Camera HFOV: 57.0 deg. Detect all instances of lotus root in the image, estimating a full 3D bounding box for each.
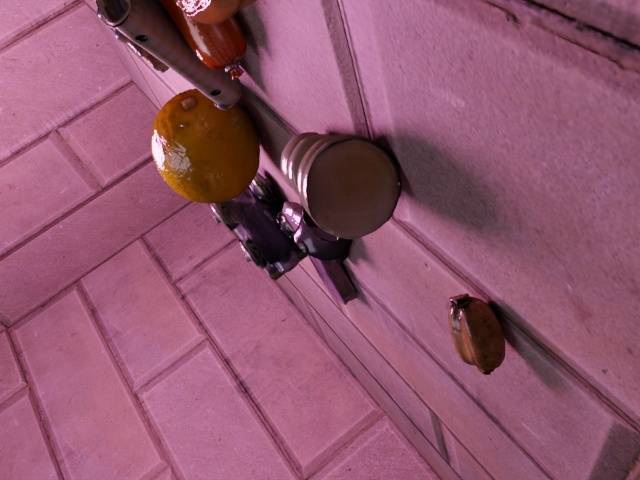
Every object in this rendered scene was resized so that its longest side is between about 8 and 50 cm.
[{"bbox_3d":[0.214,0.129,0.797,0.072,0.063,0.152,4,128,40],"label":"lotus root"}]

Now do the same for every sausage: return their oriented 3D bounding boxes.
[{"bbox_3d":[-0.208,-0.390,0.901,0.312,0.093,0.093,57,169,-19],"label":"sausage"}]

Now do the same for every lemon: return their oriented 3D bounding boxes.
[{"bbox_3d":[-0.244,-0.199,1.272,0.236,0.236,0.263,41,173,49],"label":"lemon"}]

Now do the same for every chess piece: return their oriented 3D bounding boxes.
[{"bbox_3d":[0.009,-0.098,0.847,0.133,0.133,0.243,59,175,-24],"label":"chess piece"}]

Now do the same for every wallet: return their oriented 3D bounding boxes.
[{"bbox_3d":[-0.267,-0.361,0.988,0.223,0.077,0.309,61,-167,21],"label":"wallet"}]

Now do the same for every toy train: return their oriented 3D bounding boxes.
[{"bbox_3d":[-0.156,-0.043,1.570,0.307,0.173,0.249,52,178,8],"label":"toy train"}]

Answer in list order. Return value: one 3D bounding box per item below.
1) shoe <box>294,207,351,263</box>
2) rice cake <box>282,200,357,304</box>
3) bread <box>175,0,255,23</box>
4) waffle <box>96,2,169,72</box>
[{"bbox_3d":[0.000,0.000,1.221,0.108,0.093,0.241,51,170,20],"label":"shoe"},{"bbox_3d":[0.003,0.035,1.418,0.106,0.050,0.298,40,162,55],"label":"rice cake"},{"bbox_3d":[-0.135,-0.340,0.710,0.140,0.106,0.236,61,166,-24],"label":"bread"},{"bbox_3d":[-0.423,-0.510,1.259,0.292,0.056,0.309,65,-171,25],"label":"waffle"}]
